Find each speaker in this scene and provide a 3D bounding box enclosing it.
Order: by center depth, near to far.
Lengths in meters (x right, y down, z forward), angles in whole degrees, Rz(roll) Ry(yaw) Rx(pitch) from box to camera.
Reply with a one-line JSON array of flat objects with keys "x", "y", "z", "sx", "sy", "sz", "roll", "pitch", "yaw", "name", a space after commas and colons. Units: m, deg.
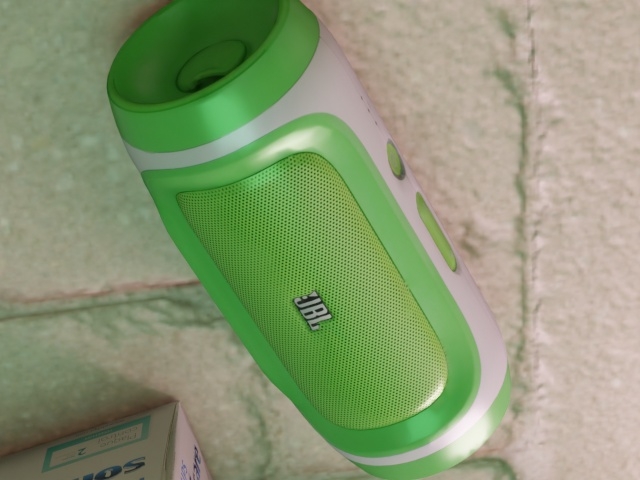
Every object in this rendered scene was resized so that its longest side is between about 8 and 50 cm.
[{"x": 0.000, "y": 0.000, "z": 1.090, "sx": 0.131, "sy": 0.131, "sz": 0.296, "roll": -25, "pitch": 125, "yaw": 10, "name": "speaker"}]

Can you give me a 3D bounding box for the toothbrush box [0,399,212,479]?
[{"x": -0.139, "y": 0.279, "z": 1.233, "sx": 0.216, "sy": 0.126, "sz": 0.295, "roll": -19, "pitch": 112, "yaw": 6, "name": "toothbrush box"}]
